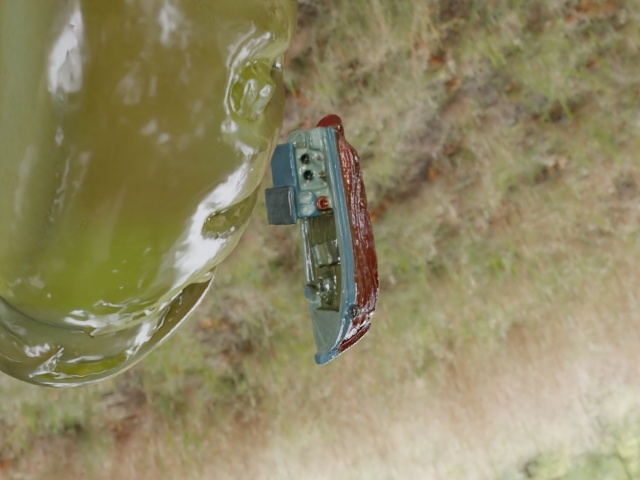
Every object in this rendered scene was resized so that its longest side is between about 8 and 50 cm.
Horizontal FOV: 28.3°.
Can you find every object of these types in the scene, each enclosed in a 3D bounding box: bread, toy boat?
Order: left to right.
[{"bbox_3d":[-0.072,-0.058,0.437,0.104,0.213,0.213,-1,141,-21],"label":"bread"},{"bbox_3d":[0.000,0.000,0.891,0.058,0.173,0.069,-11,-174,-23],"label":"toy boat"}]
